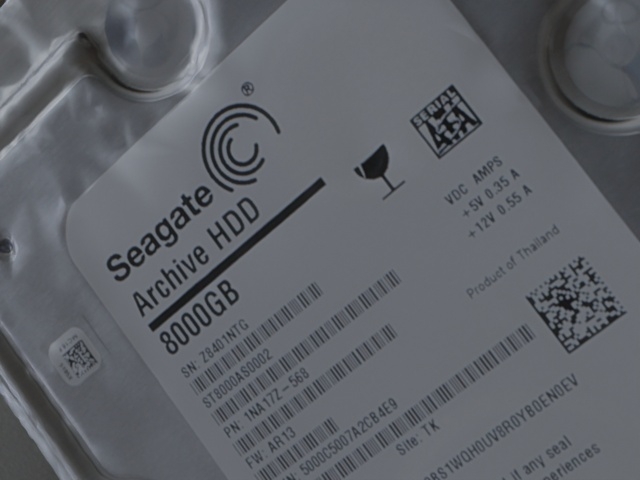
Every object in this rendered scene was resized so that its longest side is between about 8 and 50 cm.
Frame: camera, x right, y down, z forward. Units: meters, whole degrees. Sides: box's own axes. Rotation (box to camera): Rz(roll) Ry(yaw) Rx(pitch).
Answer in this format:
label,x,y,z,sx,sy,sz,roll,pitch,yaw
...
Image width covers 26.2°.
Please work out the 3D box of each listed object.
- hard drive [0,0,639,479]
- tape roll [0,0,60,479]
label,x,y,z,sx,sy,sz,roll,pitch,yaw
hard drive,0.040,0.038,0.389,0.339,0.237,0.064,54,-158,9
tape roll,-0.096,-0.006,0.694,0.392,0.072,0.392,-14,-90,-74
